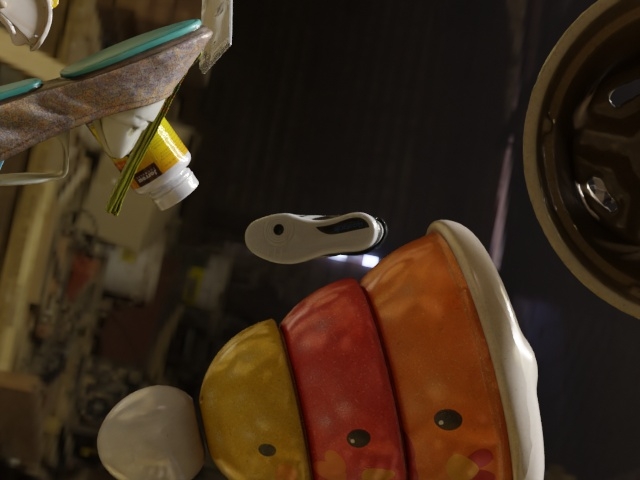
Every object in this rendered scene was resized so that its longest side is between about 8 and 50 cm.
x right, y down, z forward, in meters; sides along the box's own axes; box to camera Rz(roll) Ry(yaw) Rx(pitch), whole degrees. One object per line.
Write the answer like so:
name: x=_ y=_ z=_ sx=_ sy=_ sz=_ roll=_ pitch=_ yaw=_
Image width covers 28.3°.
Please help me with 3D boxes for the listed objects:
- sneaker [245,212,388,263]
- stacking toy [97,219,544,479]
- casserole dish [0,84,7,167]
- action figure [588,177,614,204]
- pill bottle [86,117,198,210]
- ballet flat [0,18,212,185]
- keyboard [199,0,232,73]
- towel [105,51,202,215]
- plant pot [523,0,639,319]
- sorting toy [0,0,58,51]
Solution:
sneaker: x=0.000 y=0.000 z=1.996 sx=0.121 sy=0.216 sz=0.079 roll=13 pitch=75 yaw=-70
stacking toy: x=-0.012 y=0.194 z=1.440 sx=0.350 sy=0.479 sz=0.351 roll=166 pitch=-90 yaw=-86
casserole dish: x=-0.393 y=-0.106 z=1.484 sx=0.114 sy=0.037 sz=0.188 roll=-13 pitch=-126 yaw=60
action figure: x=0.584 y=-0.124 z=2.133 sx=0.178 sy=0.330 sz=0.341 roll=43 pitch=-33 yaw=54
pill bottle: x=-0.302 y=-0.161 z=2.167 sx=0.215 sy=0.117 sz=0.117 roll=55 pitch=10 yaw=-15
ballet flat: x=-0.243 y=-0.120 z=1.232 sx=0.107 sy=0.316 sz=0.106 roll=-136 pitch=-153 yaw=-69
keyboard: x=-0.165 y=-0.363 z=2.032 sx=0.072 sy=0.014 sz=0.256 roll=-36 pitch=-145 yaw=26
towel: x=-0.206 y=-0.146 z=1.583 sx=0.237 sy=0.021 sz=0.102 roll=-60 pitch=-170 yaw=16
plant pot: x=0.370 y=-0.091 z=1.277 sx=0.305 sy=0.333 sz=0.334 roll=-22 pitch=123 yaw=-81
sorting toy: x=-0.249 y=-0.185 z=1.002 sx=0.045 sy=0.083 sz=0.075 roll=-52 pitch=-166 yaw=-27
